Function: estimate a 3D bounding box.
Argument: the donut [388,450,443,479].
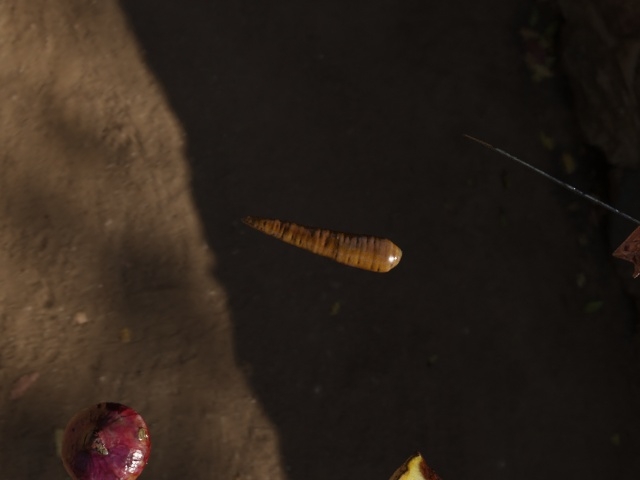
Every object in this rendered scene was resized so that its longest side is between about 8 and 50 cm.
[{"bbox_3d":[0.055,0.273,0.998,0.073,0.184,0.166,36,12,8],"label":"donut"}]

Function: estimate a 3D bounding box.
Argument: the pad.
[{"bbox_3d":[0.221,-0.021,0.861,0.243,0.163,0.004,27,97,-4],"label":"pad"}]

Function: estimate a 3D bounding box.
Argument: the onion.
[{"bbox_3d":[-0.251,0.241,1.349,0.107,0.097,0.107,0,72,0],"label":"onion"}]

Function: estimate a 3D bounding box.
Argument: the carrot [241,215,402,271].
[{"bbox_3d":[0.000,0.000,1.515,0.216,0.048,0.048,14,68,-1],"label":"carrot"}]

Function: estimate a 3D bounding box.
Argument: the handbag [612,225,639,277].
[{"bbox_3d":[0.424,-0.028,1.311,0.157,0.212,0.059,-40,87,-8],"label":"handbag"}]
